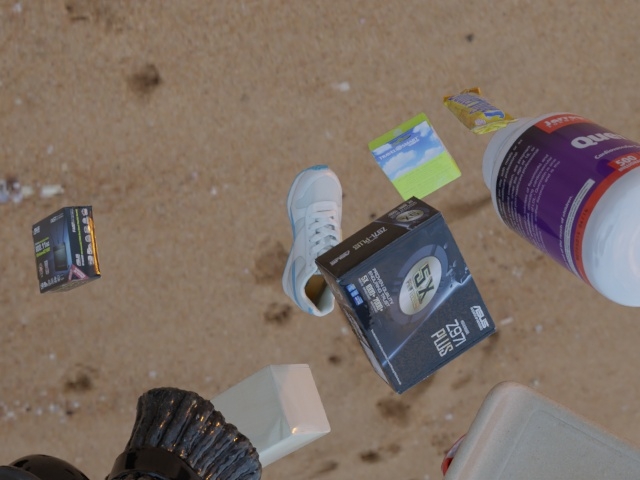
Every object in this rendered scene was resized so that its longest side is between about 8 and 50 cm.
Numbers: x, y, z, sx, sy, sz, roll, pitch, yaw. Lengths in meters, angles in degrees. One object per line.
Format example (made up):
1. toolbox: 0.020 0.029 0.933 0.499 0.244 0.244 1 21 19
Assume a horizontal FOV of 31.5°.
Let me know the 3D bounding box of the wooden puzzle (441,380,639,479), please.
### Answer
1. wooden puzzle: 0.169 0.236 0.717 0.221 0.239 0.044 -63 171 0

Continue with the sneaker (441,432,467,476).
1. sneaker: 0.166 0.218 1.035 0.090 0.270 0.145 -39 105 0

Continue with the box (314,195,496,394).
1. box: 0.102 0.065 1.347 0.147 0.077 0.180 -32 115 -9

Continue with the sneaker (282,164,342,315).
1. sneaker: 0.000 0.000 1.673 0.087 0.092 0.228 -8 117 -24

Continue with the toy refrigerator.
1. toy refrigerator: -0.118 0.272 1.585 0.269 0.102 0.094 -34 156 33

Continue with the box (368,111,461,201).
1. box: 0.156 -0.139 1.900 0.109 0.042 0.178 -30 143 9

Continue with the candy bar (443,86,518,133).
1. candy bar: 0.138 -0.113 0.998 0.040 0.161 0.018 -15 106 1

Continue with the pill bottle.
1. pill bottle: 0.340 -0.056 1.452 0.181 0.323 0.181 -9 115 -20

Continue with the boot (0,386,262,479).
1. boot: -0.179 0.233 1.064 0.131 0.260 0.348 12 142 21

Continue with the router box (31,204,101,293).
1. router box: -0.321 0.013 1.427 0.038 0.092 0.122 -3 171 -35
